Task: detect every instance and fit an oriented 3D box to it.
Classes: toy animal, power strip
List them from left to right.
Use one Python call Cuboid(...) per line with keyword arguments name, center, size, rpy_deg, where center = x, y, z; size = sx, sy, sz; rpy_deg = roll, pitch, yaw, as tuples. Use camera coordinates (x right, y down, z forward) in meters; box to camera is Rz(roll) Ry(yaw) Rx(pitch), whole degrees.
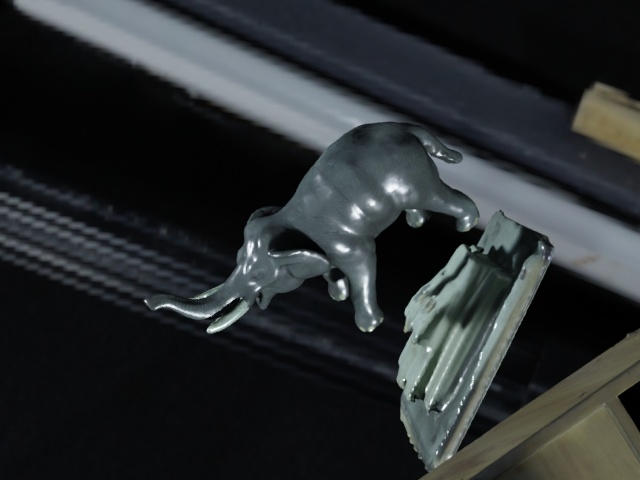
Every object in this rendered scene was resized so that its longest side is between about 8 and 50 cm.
Cuboid(name="toy animal", center=(0.002, 0.008, 1.187), size=(0.269, 0.137, 0.082), rpy_deg=(-38, -144, -3))
Cuboid(name="power strip", center=(0.108, 0.071, 1.260), size=(0.064, 0.213, 0.198), rpy_deg=(26, -176, -9))

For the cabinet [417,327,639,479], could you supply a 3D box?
Cuboid(name="cabinet", center=(0.159, 0.153, 0.737), size=(0.215, 0.148, 0.175), rpy_deg=(-30, -96, -22))
